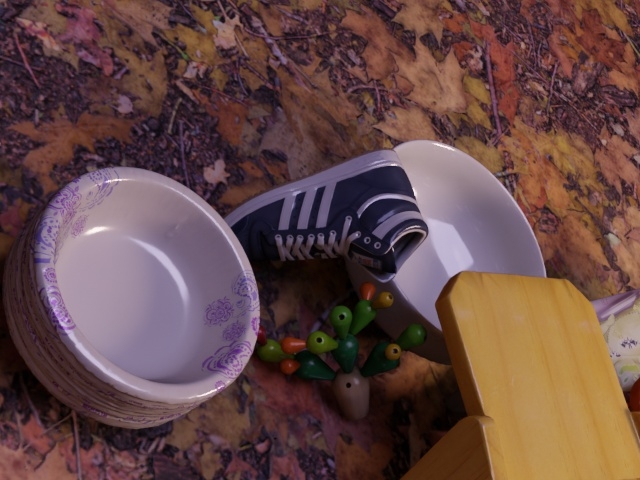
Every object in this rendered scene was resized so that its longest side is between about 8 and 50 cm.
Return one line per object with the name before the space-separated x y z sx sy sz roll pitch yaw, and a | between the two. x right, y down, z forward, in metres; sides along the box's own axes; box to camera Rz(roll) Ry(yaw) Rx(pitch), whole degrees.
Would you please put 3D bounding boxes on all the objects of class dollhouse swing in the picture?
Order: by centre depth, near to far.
dollhouse swing | 0.229 0.256 1.538 0.347 0.315 0.305 5 46 -40

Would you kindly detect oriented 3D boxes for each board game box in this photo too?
board game box | 0.501 0.186 1.877 0.347 0.056 0.208 -13 76 -23

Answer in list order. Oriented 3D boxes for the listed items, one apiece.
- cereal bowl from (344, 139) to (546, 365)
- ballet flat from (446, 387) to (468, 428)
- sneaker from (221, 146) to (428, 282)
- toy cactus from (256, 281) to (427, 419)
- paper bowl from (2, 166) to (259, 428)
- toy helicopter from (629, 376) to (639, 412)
cereal bowl | 0.159 0.031 1.690 0.339 0.141 0.339 22 51 -31
ballet flat | 0.260 0.213 1.724 0.250 0.084 0.058 -36 124 -48
sneaker | 0.000 0.000 1.494 0.282 0.099 0.153 -25 64 -4
toy cactus | 0.028 0.149 1.508 0.112 0.219 0.180 -104 -177 -54
paper bowl | -0.220 0.072 1.325 0.284 0.148 0.284 22 51 -30
toy helicopter | 0.541 0.383 1.747 0.235 0.140 0.355 30 81 -14
